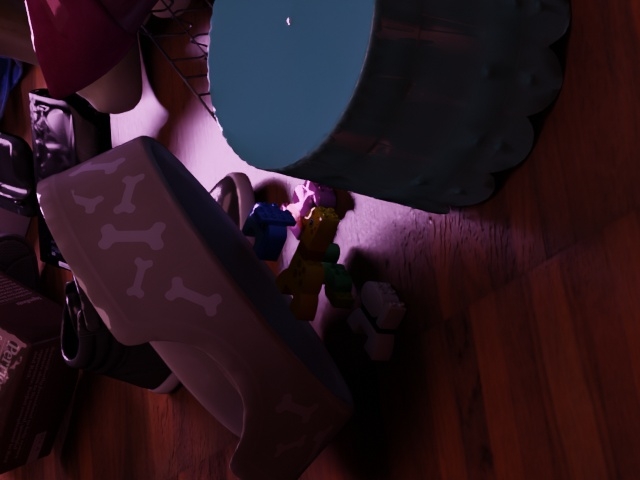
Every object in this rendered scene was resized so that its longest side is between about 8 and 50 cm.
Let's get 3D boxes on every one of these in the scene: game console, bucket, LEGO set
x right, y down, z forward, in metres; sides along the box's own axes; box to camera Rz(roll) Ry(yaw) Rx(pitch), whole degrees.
[{"bbox_3d":[-0.363,-0.091,2.095,0.361,0.044,0.213,18,114,48],"label":"game console"},{"bbox_3d":[0.045,-0.165,1.387,0.281,0.183,0.281,-15,72,53],"label":"bucket"},{"bbox_3d":[0.000,0.000,1.536,0.227,0.087,0.093,56,131,45],"label":"LEGO set"}]

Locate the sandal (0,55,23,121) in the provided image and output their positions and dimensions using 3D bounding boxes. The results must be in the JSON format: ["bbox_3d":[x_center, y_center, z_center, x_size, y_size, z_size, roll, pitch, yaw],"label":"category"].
[{"bbox_3d":[-0.487,-0.176,2.338,0.138,0.126,0.317,30,112,52],"label":"sandal"}]

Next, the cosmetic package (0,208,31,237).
[{"bbox_3d":[-0.457,0.013,2.306,0.099,0.060,0.239,53,129,49],"label":"cosmetic package"}]

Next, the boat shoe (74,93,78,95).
[{"bbox_3d":[-0.312,-0.306,2.099,0.095,0.095,0.257,169,105,-64],"label":"boat shoe"}]

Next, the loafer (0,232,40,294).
[{"bbox_3d":[-0.437,0.132,2.214,0.095,0.109,0.303,23,107,62],"label":"loafer"}]

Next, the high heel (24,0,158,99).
[{"bbox_3d":[-0.308,-0.317,1.624,0.181,0.127,0.377,-46,74,9],"label":"high heel"}]

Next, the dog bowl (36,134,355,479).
[{"bbox_3d":[-0.098,0.056,1.479,0.102,0.349,0.349,-38,43,3],"label":"dog bowl"}]

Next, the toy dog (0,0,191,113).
[{"bbox_3d":[-0.221,-0.389,1.843,0.408,0.284,0.395,-43,30,46],"label":"toy dog"}]

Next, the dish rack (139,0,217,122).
[{"bbox_3d":[-0.066,-0.220,1.624,0.208,0.074,0.271,-44,76,23],"label":"dish rack"}]

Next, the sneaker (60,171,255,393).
[{"bbox_3d":[-0.176,0.044,1.759,0.296,0.147,0.104,-59,37,32],"label":"sneaker"}]

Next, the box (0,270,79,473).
[{"bbox_3d":[-0.486,0.112,2.086,0.381,0.143,0.191,27,108,20],"label":"box"}]
